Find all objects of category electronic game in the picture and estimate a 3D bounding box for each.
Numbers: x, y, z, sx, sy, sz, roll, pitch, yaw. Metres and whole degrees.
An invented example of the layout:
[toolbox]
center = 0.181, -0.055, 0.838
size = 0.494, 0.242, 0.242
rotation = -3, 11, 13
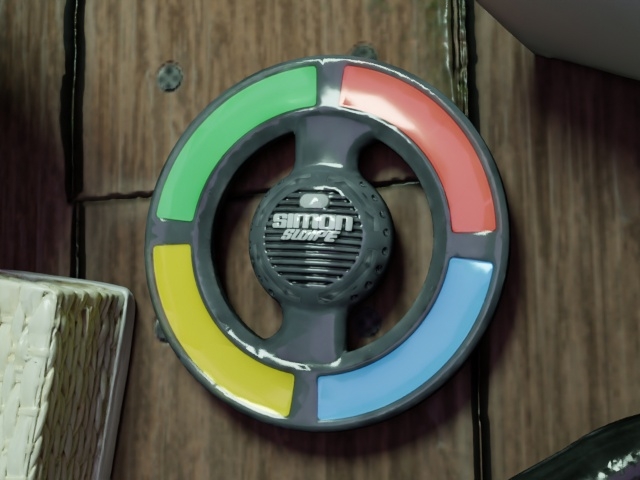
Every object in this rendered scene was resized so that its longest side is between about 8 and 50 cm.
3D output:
[electronic game]
center = 0.000, 0.000, 0.655
size = 0.229, 0.048, 0.229
rotation = -2, 82, 16

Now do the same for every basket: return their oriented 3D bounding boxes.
[basket]
center = -0.195, 0.100, 0.669
size = 0.113, 0.103, 0.167
rotation = 7, 84, 16

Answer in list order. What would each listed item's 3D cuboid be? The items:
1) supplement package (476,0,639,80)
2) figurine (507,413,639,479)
[supplement package]
center = 0.186, -0.218, 0.565
size = 0.139, 0.133, 0.244
rotation = 25, 90, 42
[figurine]
center = 0.210, 0.159, 0.517
size = 0.209, 0.092, 0.215
rotation = -47, 73, 26
